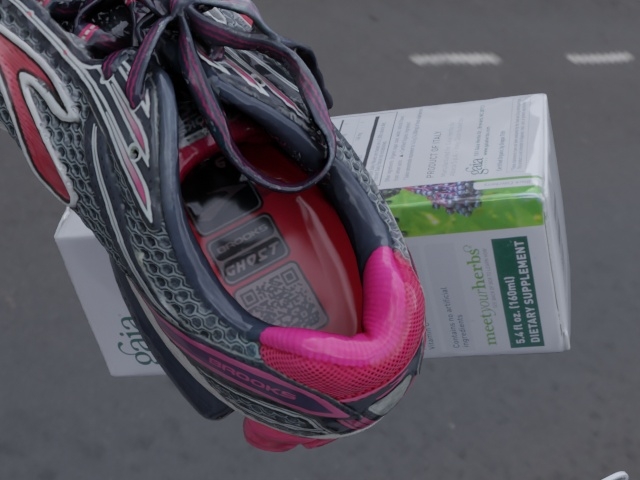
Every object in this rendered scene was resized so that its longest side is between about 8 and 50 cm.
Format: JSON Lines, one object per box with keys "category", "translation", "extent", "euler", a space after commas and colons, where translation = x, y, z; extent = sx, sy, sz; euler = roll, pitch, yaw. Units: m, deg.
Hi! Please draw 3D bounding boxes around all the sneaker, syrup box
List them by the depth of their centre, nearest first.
{"category": "sneaker", "translation": [-0.059, -0.066, 0.427], "extent": [0.121, 0.112, 0.299], "euler": [-38, 86, -16]}
{"category": "syrup box", "translation": [0.000, 0.000, 0.608], "extent": [0.236, 0.093, 0.096], "euler": [-5, 35, 14]}

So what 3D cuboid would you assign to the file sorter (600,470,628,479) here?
{"category": "file sorter", "translation": [0.348, 0.428, 1.380], "extent": [0.192, 0.173, 0.278], "euler": [-18, 50, -28]}
